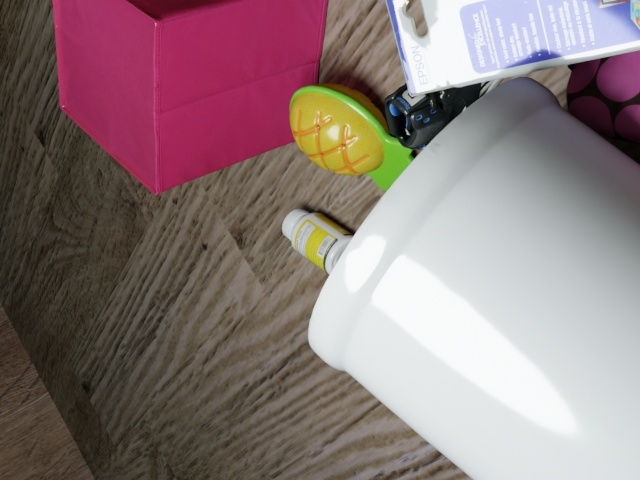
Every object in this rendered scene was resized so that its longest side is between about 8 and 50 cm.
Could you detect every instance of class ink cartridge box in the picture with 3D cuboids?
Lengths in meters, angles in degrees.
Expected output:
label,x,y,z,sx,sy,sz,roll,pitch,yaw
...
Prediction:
label,x,y,z,sx,sy,sz,roll,pitch,yaw
ink cartridge box,0.216,-0.238,0.960,0.333,0.065,0.165,-7,106,28

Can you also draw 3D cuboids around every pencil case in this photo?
label,x,y,z,sx,sy,sz,roll,pitch,yaw
pencil case,0.321,-0.129,0.984,0.209,0.095,0.098,22,89,45

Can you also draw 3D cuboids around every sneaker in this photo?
label,x,y,z,sx,sy,sz,roll,pitch,yaw
sneaker,0.136,-0.178,1.180,0.079,0.121,0.217,46,142,27

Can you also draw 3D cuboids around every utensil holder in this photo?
label,x,y,z,sx,sy,sz,roll,pitch,yaw
utensil holder,0.238,0.093,0.981,0.385,0.327,0.327,39,140,17

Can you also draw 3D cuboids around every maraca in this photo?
label,x,y,z,sx,sy,sz,roll,pitch,yaw
maraca,0.041,-0.127,1.378,0.186,0.099,0.127,34,153,3

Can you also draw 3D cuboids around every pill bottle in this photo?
label,x,y,z,sx,sy,sz,roll,pitch,yaw
pill bottle,0.000,0.000,1.541,0.116,0.065,0.065,35,137,39

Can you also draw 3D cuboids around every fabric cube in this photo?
label,x,y,z,sx,sy,sz,roll,pitch,yaw
fabric cube,-0.175,-0.259,1.447,0.254,0.258,0.259,41,140,35
